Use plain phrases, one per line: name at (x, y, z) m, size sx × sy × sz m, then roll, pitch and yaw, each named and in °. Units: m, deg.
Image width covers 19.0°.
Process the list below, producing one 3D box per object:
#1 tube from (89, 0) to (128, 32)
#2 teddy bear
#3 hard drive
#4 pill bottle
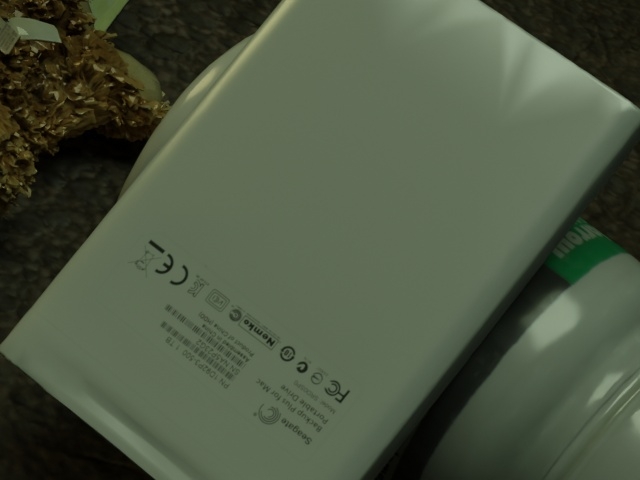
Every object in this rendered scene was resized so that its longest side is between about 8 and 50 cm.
tube at (-0.236, -0.247, 1.402) m, size 0.240 × 0.062 × 0.070 m, roll 44°, pitch 77°, yaw -13°
teddy bear at (-0.252, -0.107, 1.241) m, size 0.245 × 0.113 × 0.338 m, roll 43°, pitch 33°, yaw 11°
hard drive at (0.000, 0.000, 1.023) m, size 0.203 × 0.040 × 0.307 m, roll 37°, pitch 83°, yaw 18°
pill bottle at (0.068, 0.048, 1.126) m, size 0.361 × 0.204 × 0.204 m, roll 39°, pitch 40°, yaw 18°
